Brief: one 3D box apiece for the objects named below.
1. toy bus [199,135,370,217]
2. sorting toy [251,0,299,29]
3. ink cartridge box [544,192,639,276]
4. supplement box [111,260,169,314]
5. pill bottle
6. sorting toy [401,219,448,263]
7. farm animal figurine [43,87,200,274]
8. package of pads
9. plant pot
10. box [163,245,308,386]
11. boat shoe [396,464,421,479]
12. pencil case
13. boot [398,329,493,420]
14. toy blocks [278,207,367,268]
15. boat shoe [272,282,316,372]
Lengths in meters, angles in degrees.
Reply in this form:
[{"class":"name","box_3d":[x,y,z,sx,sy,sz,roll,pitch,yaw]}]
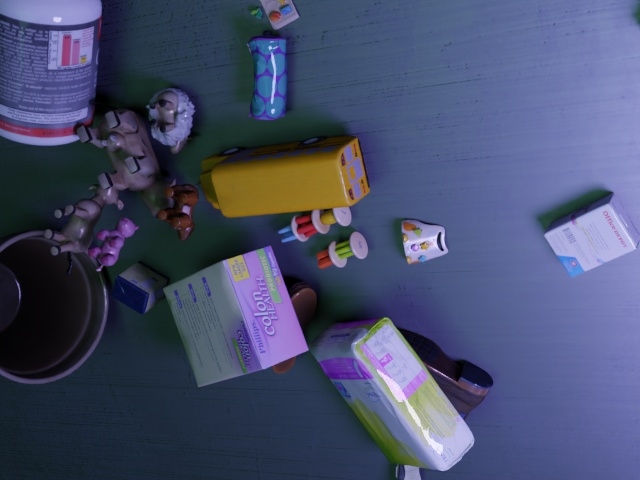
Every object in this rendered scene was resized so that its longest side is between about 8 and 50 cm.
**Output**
[{"class":"toy bus","box_3d":[-0.077,-0.112,1.717,0.333,0.130,0.108,-4,110,30]},{"class":"sorting toy","box_3d":[-0.083,-0.400,1.657,0.083,0.012,0.062,-21,102,33]},{"class":"ink cartridge box","box_3d":[0.441,-0.008,1.535,0.122,0.052,0.088,-29,97,36]},{"class":"supplement box","box_3d":[-0.380,0.099,2.007,0.083,0.083,0.056,29,123,13]},{"class":"pill bottle","box_3d":[-0.521,-0.380,1.780,0.210,0.210,0.363,23,122,17]},{"class":"sorting toy","box_3d":[0.187,0.004,1.691,0.075,0.045,0.083,-9,109,11]},{"class":"farm animal figurine","box_3d":[-0.374,-0.113,1.856,0.330,0.172,0.326,-8,91,18]},{"class":"package of pads","box_3d":[0.129,0.282,1.750,0.296,0.101,0.229,54,157,-8]},{"class":"plant pot","box_3d":[-0.675,0.138,2.076,0.280,0.323,0.323,1,114,45]},{"class":"box","box_3d":[-0.168,0.150,1.834,0.243,0.117,0.213,-24,85,51]},{"class":"boat shoe","box_3d":[0.174,0.467,1.909,0.043,0.049,0.137,-131,35,-55]},{"class":"pencil case","box_3d":[-0.095,-0.291,1.683,0.070,0.064,0.151,5,115,9]},{"class":"boot","box_3d":[0.202,0.255,1.770,0.219,0.082,0.106,28,120,12]},{"class":"toy blocks","box_3d":[0.000,0.000,1.774,0.148,0.054,0.123,-21,101,34]},{"class":"boat shoe","box_3d":[-0.069,0.163,1.879,0.073,0.073,0.207,55,131,47]}]
